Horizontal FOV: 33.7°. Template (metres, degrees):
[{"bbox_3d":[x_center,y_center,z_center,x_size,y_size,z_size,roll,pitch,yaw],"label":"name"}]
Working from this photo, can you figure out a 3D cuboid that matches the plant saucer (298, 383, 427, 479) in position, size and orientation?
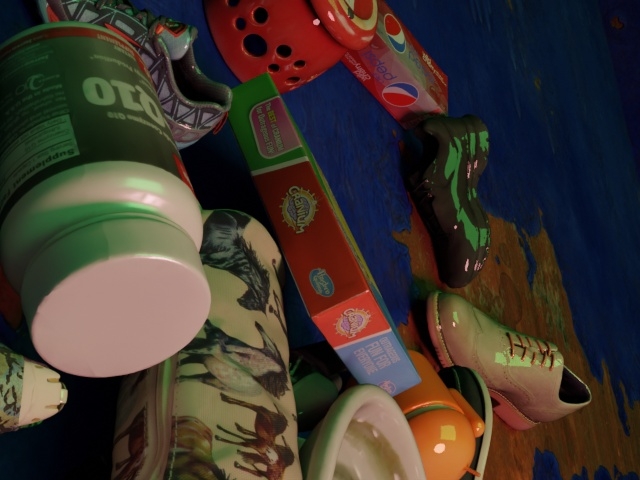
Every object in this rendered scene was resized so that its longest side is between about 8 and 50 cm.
[{"bbox_3d":[0.023,0.342,1.023,0.400,0.101,0.400,-7,90,-71],"label":"plant saucer"}]

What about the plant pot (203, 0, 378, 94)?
[{"bbox_3d":[-0.029,-0.302,1.380,0.191,0.174,0.191,38,44,-48],"label":"plant pot"}]

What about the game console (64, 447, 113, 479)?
[{"bbox_3d":[-0.175,0.245,0.972,0.107,0.071,0.122,-25,95,-31],"label":"game console"}]

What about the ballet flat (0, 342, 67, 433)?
[{"bbox_3d":[-0.219,0.110,0.778,0.188,0.070,0.070,154,-82,-78],"label":"ballet flat"}]

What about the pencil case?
[{"bbox_3d":[-0.104,0.139,0.910,0.183,0.160,0.410,49,20,-32],"label":"pencil case"}]

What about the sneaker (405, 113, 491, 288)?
[{"bbox_3d":[0.198,-0.065,1.711,0.130,0.109,0.286,2,82,-27],"label":"sneaker"}]

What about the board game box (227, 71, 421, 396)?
[{"bbox_3d":[0.000,0.000,1.189,0.316,0.064,0.242,66,4,33],"label":"board game box"}]

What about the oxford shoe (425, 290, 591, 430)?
[{"bbox_3d":[0.300,0.176,1.679,0.397,0.146,0.140,38,44,-44],"label":"oxford shoe"}]

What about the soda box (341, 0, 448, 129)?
[{"bbox_3d":[0.108,-0.290,1.692,0.263,0.083,0.092,41,41,-43],"label":"soda box"}]

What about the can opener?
[{"bbox_3d":[-0.008,0.167,1.161,0.095,0.076,0.283,31,10,17],"label":"can opener"}]

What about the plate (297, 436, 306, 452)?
[{"bbox_3d":[-0.050,0.334,1.098,0.277,0.045,0.278,33,46,-49],"label":"plate"}]

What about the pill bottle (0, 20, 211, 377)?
[{"bbox_3d":[-0.189,-0.039,0.869,0.161,0.161,0.283,35,22,-46],"label":"pill bottle"}]

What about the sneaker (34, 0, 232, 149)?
[{"bbox_3d":[-0.186,-0.215,1.104,0.262,0.125,0.104,51,34,-32],"label":"sneaker"}]

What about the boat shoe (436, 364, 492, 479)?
[{"bbox_3d":[0.142,0.284,1.386,0.113,0.127,0.340,28,46,-15],"label":"boat shoe"}]

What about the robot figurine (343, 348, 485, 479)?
[{"bbox_3d":[0.106,0.221,1.295,0.158,0.128,0.219,37,13,-40],"label":"robot figurine"}]
